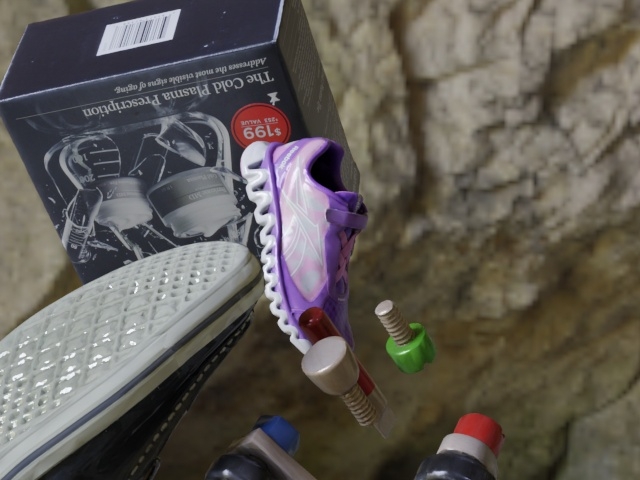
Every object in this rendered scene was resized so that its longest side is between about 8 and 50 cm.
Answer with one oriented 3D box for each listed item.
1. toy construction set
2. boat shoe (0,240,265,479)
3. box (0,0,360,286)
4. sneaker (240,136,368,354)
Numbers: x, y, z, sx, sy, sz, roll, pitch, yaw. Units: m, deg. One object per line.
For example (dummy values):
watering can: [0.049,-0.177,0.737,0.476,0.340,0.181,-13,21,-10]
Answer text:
toy construction set: [0.057,0.220,1.207,0.257,0.237,0.309,-23,33,19]
boat shoe: [-0.215,0.192,1.204,0.187,0.500,0.156,9,-39,52]
box: [-0.157,-0.119,1.903,0.343,0.312,0.179,-11,37,14]
sneaker: [0.000,0.000,1.545,0.104,0.236,0.095,-20,-17,23]
